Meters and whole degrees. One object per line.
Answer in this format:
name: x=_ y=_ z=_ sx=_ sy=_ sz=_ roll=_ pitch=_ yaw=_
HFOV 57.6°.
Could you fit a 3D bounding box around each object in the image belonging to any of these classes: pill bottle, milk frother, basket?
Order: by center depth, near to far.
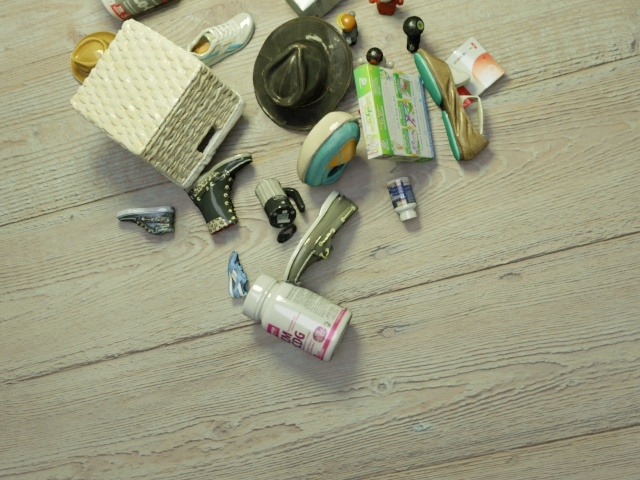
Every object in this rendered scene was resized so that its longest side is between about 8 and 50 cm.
pill bottle: x=-0.067 y=0.213 z=1.656 sx=0.283 sy=0.160 sz=0.160 roll=25 pitch=91 yaw=9
basket: x=-0.456 y=-0.384 z=1.661 sx=0.331 sy=0.266 sz=0.328 roll=36 pitch=91 yaw=20
pill bottle: x=0.238 y=-0.118 z=1.675 sx=0.067 sy=0.067 sz=0.120 roll=-17 pitch=85 yaw=7
milk frother: x=-0.127 y=-0.084 z=1.718 sx=0.143 sy=0.129 sz=0.134 roll=-58 pitch=42 yaw=30
pill bottle: x=-0.529 y=-0.800 z=1.776 sx=0.283 sy=0.161 sz=0.161 roll=-20 pitch=84 yaw=7

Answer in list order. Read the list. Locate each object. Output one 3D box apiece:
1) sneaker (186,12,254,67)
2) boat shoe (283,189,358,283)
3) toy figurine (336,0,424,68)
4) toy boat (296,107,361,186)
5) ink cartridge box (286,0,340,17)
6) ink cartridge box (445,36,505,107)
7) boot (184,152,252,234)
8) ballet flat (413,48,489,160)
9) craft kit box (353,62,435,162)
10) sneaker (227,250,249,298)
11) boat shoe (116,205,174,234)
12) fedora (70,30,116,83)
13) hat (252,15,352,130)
sneaker: x=-0.300 y=-0.612 z=1.767 sx=0.229 sy=0.092 sz=0.087 roll=-36 pitch=81 yaw=4
boat shoe: x=0.000 y=-0.001 z=1.664 sx=0.091 sy=0.109 sz=0.305 roll=31 pitch=75 yaw=4
toy figurine: x=0.173 y=-0.602 z=1.669 sx=0.209 sy=0.148 sz=0.213 roll=-34 pitch=83 yaw=5
toy boat: x=0.084 y=-0.274 z=1.639 sx=0.318 sy=0.267 sz=0.148 roll=-36 pitch=77 yaw=-27
ink cartridge box: x=-0.013 y=-0.750 z=1.714 sx=0.176 sy=0.128 sz=0.127 roll=-39 pitch=82 yaw=4
ink cartridge box: x=0.415 y=-0.475 z=1.680 sx=0.179 sy=0.045 sz=0.145 roll=-39 pitch=82 yaw=3
boot: x=-0.275 y=-0.140 z=1.745 sx=0.236 sy=0.085 sz=0.178 roll=-28 pitch=86 yaw=12
ballet flat: x=0.382 y=-0.395 z=1.642 sx=0.124 sy=0.116 sz=0.342 roll=-23 pitch=89 yaw=2
craft kit box: x=0.209 y=-0.345 z=1.612 sx=0.061 sy=0.247 sz=0.249 roll=-13 pitch=83 yaw=42
sneaker: x=-0.244 y=0.102 z=1.744 sx=0.059 sy=0.053 sz=0.144 roll=-3 pitch=95 yaw=9
boat shoe: x=-0.538 y=-0.056 z=1.787 sx=0.183 sy=0.065 sz=0.083 roll=-5 pitch=85 yaw=7
fedora: x=-0.712 y=-0.580 z=1.833 sx=0.194 sy=0.079 sz=0.194 roll=0 pitch=87 yaw=9
hat: x=-0.079 y=-0.480 z=1.664 sx=0.331 sy=0.134 sz=0.331 roll=4 pitch=101 yaw=22
